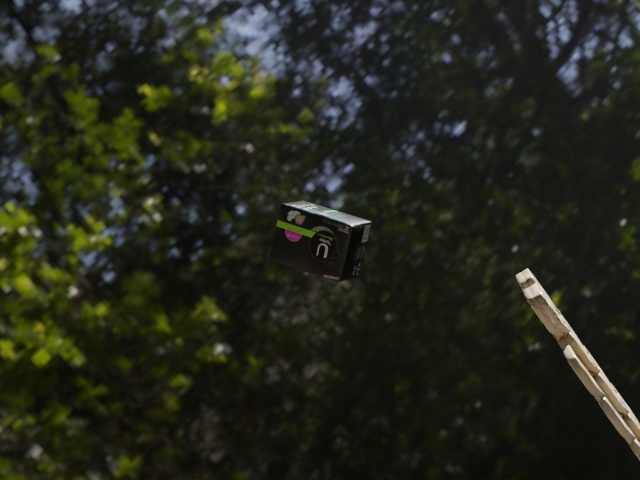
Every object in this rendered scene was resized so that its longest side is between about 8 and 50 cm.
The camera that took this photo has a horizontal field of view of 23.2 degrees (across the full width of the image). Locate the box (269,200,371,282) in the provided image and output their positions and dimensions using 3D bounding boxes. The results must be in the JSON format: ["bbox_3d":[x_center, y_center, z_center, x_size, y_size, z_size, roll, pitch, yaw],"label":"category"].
[{"bbox_3d":[0.000,0.000,1.584,0.083,0.052,0.062,17,-77,23],"label":"box"}]

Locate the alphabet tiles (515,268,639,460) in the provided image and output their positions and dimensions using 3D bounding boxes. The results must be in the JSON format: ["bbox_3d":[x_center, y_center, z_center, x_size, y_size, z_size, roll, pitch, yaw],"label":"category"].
[{"bbox_3d":[0.312,0.158,1.740,0.021,0.278,0.284,-35,-81,8],"label":"alphabet tiles"}]
